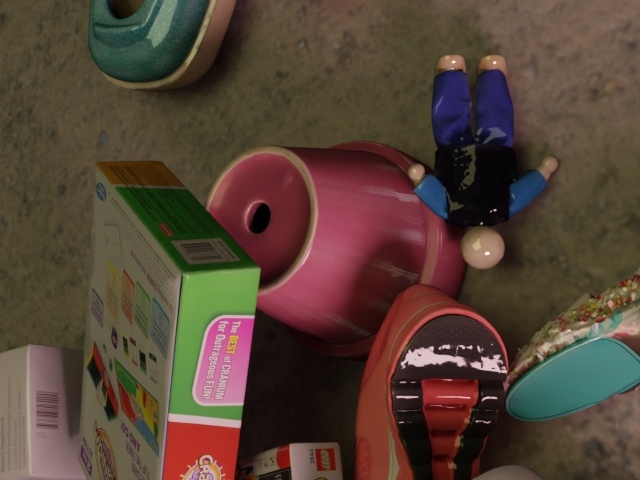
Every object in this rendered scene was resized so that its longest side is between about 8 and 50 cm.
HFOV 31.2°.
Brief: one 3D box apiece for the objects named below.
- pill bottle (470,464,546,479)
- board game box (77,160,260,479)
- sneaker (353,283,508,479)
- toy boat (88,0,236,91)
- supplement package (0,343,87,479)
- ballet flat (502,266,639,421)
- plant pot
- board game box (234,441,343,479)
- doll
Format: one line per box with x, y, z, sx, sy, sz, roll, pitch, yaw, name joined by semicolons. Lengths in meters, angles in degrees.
0.214;0.342;0.739;0.392;0.224;0.224;41;105;36;pill bottle
-0.143;0.119;0.994;0.242;0.064;0.317;44;131;54;board game box
0.080;0.183;0.956;0.136;0.115;0.314;-118;36;-68;sneaker
-0.127;-0.293;1.194;0.318;0.148;0.268;3;81;38;toy boat
-0.345;0.208;1.252;0.244;0.134;0.139;-17;69;33;supplement package
0.242;0.061;0.887;0.241;0.091;0.077;-32;32;23;ballet flat
0.000;0.000;1.009;0.201;0.180;0.201;-9;75;36;plant pot
-0.071;0.296;1.007;0.305;0.053;0.193;-31;60;54;board game box
0.139;-0.067;0.985;0.129;0.046;0.189;1;71;0;doll
